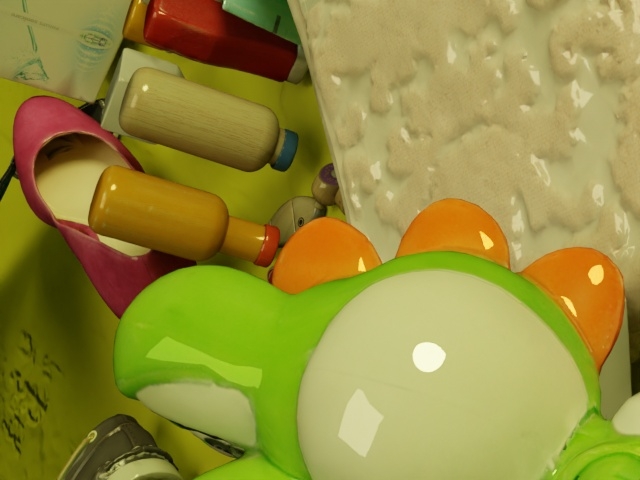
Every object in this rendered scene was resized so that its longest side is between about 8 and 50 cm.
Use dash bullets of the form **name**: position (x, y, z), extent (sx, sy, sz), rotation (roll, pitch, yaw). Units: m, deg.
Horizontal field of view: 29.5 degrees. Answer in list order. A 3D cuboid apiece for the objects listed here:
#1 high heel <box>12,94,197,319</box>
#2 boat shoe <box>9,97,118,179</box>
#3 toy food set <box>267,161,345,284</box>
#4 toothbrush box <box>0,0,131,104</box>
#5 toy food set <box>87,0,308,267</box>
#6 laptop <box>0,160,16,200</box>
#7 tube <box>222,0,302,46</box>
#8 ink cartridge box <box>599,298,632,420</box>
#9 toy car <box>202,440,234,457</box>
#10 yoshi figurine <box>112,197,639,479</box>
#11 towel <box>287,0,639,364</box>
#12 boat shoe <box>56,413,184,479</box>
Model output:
- **high heel**: position (-0.149, -0.035, 0.781), extent (0.117, 0.082, 0.244), rotation (84, 160, -56)
- **boat shoe**: position (-0.193, -0.074, 0.913), extent (0.125, 0.038, 0.046), rotation (-25, 64, 47)
- **toy food set**: position (0.000, 0.000, 0.677), extent (0.122, 0.019, 0.078), rotation (-36, 58, 43)
- **toothbrush box**: position (-0.255, -0.244, 0.802), extent (0.216, 0.296, 0.126), rotation (-59, 34, 26)
- **toy food set**: position (-0.067, -0.092, 0.735), extent (0.232, 0.105, 0.111), rotation (-94, 27, -52)
- **laptop**: position (-0.275, 0.234, 0.895), extent (0.408, 0.236, 0.382), rotation (55, 138, 15)
- **tube**: position (-0.041, -0.204, 0.722), extent (0.052, 0.080, 0.207), rotation (-38, 52, 38)
- **ink cartridge box**: position (0.071, 0.106, 0.502), extent (0.104, 0.060, 0.180), rotation (11, 116, 43)
- **toy car**: position (-0.051, 0.140, 0.685), extent (0.239, 0.053, 0.224), rotation (-18, 73, 48)
- **yoshi figurine**: position (0.082, 0.120, 0.340), extent (0.362, 0.203, 0.203), rotation (16, 128, 27)
- **towel**: position (0.100, -0.109, 0.492), extent (0.332, 0.053, 0.316), rotation (-30, 75, 49)
- **boat shoe**: position (-0.163, 0.219, 0.803), extent (0.227, 0.081, 0.068), rotation (-58, 44, 17)
